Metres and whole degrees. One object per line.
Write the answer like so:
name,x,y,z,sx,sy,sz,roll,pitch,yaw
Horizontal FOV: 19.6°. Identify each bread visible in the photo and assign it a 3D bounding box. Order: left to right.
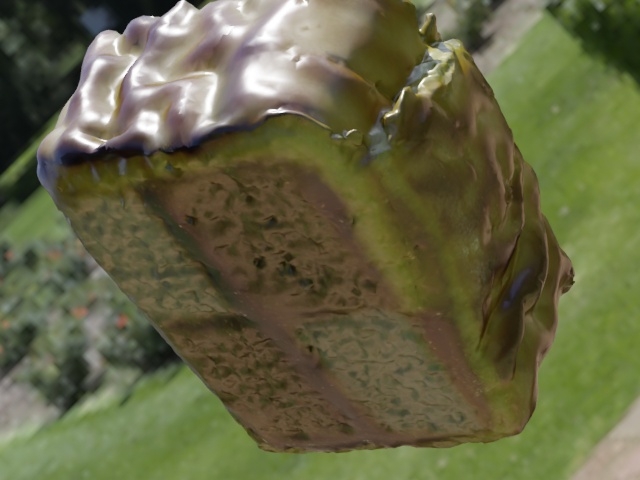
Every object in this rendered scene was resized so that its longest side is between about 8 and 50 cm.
bread,0.000,0.000,0.764,0.181,0.222,0.096,-4,48,34
